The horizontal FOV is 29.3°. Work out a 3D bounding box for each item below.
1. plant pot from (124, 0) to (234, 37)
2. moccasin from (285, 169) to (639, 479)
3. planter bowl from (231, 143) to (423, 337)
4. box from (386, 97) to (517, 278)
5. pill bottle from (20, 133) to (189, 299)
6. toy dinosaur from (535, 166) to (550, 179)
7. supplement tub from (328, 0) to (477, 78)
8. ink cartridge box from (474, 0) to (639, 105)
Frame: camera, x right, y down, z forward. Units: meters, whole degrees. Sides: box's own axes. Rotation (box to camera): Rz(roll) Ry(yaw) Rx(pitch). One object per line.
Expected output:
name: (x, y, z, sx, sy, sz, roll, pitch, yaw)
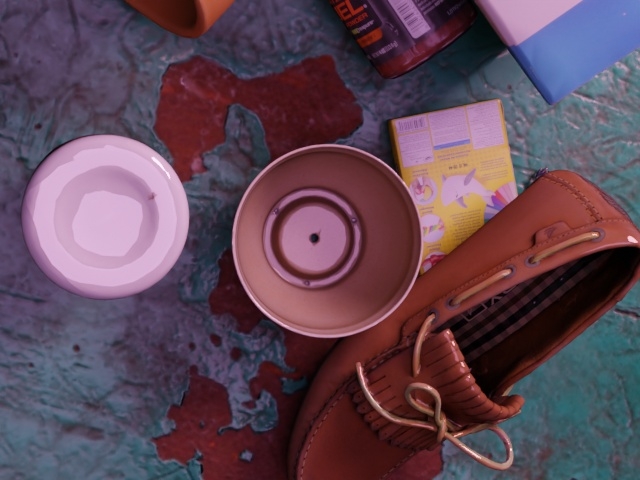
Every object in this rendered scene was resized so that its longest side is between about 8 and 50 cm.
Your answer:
plant pot: (-0.120, -0.331, 0.933, 0.203, 0.291, 0.291, -45, 102, -10)
moccasin: (0.123, 0.108, 1.060, 0.380, 0.147, 0.139, -38, 124, 8)
planter bowl: (0.000, 0.000, 1.070, 0.162, 0.109, 0.162, 0, 91, -8)
box: (0.129, -0.034, 1.126, 0.105, 0.043, 0.179, -11, 95, -2)
pill bottle: (-0.174, -0.024, 0.973, 0.121, 0.221, 0.121, -1, 95, -12)
toy dinosaur: (0.230, -0.032, 1.168, 0.090, 0.047, 0.082, -26, 118, 28)
supplement tub: (0.043, -0.246, 1.065, 0.106, 0.106, 0.198, -37, 100, -7)
ink cartridge box: (0.179, -0.292, 0.988, 0.197, 0.198, 0.270, -34, 109, 13)
